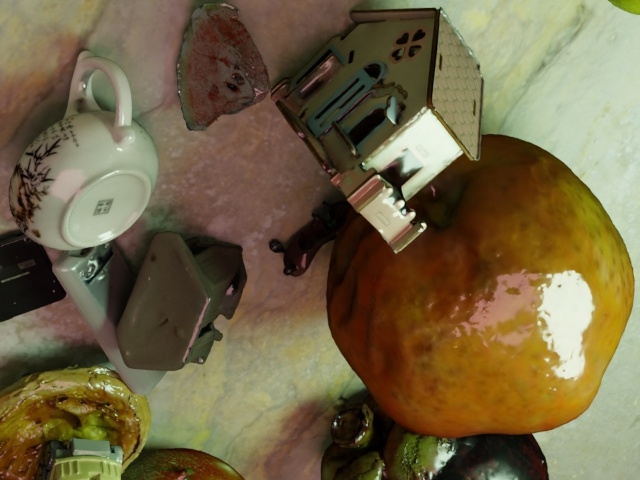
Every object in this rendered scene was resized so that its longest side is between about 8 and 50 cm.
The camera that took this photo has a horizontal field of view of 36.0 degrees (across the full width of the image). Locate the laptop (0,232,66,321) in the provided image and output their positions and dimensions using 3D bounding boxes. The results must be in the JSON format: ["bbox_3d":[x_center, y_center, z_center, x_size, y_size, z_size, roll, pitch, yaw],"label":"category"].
[{"bbox_3d":[-0.500,0.070,1.463,0.207,0.026,0.154,-18,132,-4],"label":"laptop"}]

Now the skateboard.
[{"bbox_3d":[0.000,0.000,1.557,0.151,0.067,0.080,-40,139,11],"label":"skateboard"}]

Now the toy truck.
[{"bbox_3d":[-0.398,0.449,1.570,0.124,0.157,0.272,11,119,-25],"label":"toy truck"}]

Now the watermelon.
[{"bbox_3d":[-0.116,-0.216,1.293,0.071,0.139,0.187,-29,143,-42],"label":"watermelon"}]

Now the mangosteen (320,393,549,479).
[{"bbox_3d":[0.206,0.464,1.821,0.421,0.381,0.381,8,127,-8],"label":"mangosteen"}]

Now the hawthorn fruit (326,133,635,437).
[{"bbox_3d":[0.215,0.051,1.441,0.472,0.472,0.472,-10,131,-11],"label":"hawthorn fruit"}]

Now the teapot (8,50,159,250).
[{"bbox_3d":[-0.313,-0.101,1.314,0.208,0.166,0.299,0,121,-42],"label":"teapot"}]

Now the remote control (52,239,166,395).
[{"bbox_3d":[-0.300,0.112,1.511,0.055,0.109,0.313,12,142,31],"label":"remote control"}]

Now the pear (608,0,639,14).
[{"bbox_3d":[0.425,-0.384,1.316,0.216,0.166,0.180,-13,150,22],"label":"pear"}]

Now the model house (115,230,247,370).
[{"bbox_3d":[-0.196,0.090,1.503,0.188,0.122,0.229,-16,131,-62],"label":"model house"}]

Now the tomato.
[{"bbox_3d":[-0.268,0.521,1.755,0.303,0.303,0.239,12,167,-27],"label":"tomato"}]

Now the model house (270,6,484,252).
[{"bbox_3d":[0.090,-0.180,1.260,0.244,0.326,0.169,-39,129,8],"label":"model house"}]

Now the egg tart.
[{"bbox_3d":[-0.427,0.298,1.624,0.290,0.115,0.290,-11,128,-14],"label":"egg tart"}]
